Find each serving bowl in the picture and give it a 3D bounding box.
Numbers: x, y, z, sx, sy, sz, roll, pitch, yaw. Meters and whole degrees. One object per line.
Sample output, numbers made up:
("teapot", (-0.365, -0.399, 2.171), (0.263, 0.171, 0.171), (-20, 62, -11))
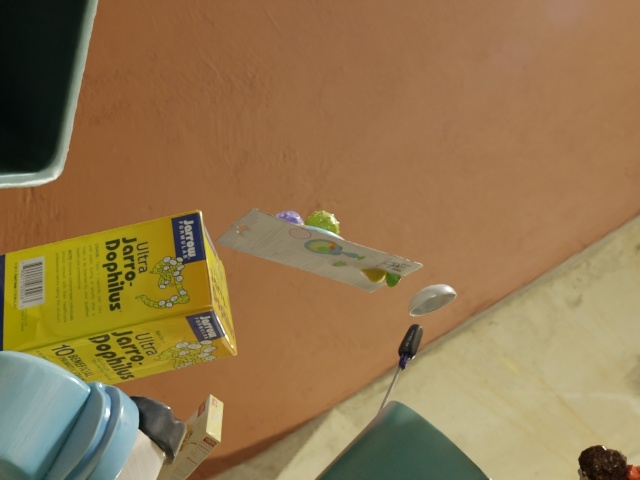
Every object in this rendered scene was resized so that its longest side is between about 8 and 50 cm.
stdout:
("serving bowl", (0.180, 0.094, 1.254), (0.083, 0.027, 0.083), (-19, -22, -8))

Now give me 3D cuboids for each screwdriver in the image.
("screwdriver", (0.093, 0.163, 0.904), (0.025, 0.170, 0.024), (28, -44, -1))

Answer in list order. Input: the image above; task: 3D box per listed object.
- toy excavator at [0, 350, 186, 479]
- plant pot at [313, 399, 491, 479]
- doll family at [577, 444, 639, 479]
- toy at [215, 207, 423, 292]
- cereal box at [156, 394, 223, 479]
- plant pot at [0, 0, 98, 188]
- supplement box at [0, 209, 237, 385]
("toy excavator", (-0.466, 0.230, 0.996), (0.432, 0.222, 0.445), (-13, -53, 33))
("plant pot", (0.060, 0.314, 0.596), (0.235, 0.293, 0.293), (-37, -45, -11))
("doll family", (0.297, 0.231, 0.564), (0.163, 0.119, 0.262), (34, -25, -31))
("toy", (0.000, 0.000, 0.988), (0.237, 0.056, 0.137), (22, -26, -20))
("cereal box", (-0.322, 0.494, 1.794), (0.047, 0.173, 0.240), (39, -80, -15))
("plant pot", (-0.328, -0.187, 0.506), (0.247, 0.252, 0.247), (-16, -52, -60))
("supplement box", (-0.342, 0.113, 1.289), (0.356, 0.195, 0.194), (-13, -32, -1))
